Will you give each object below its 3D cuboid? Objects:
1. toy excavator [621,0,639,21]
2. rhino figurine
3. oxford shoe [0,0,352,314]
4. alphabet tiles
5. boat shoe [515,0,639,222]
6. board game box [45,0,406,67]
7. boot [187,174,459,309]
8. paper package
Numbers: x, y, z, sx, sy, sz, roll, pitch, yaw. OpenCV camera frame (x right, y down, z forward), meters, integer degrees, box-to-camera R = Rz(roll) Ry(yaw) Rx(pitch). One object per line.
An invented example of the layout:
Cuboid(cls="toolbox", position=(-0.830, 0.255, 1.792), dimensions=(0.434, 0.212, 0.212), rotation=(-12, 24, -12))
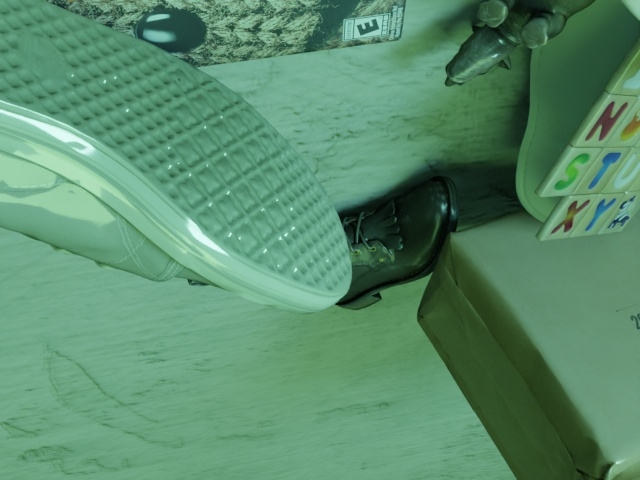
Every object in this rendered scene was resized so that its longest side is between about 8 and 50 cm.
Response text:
Cuboid(cls="toy excavator", position=(0.232, -0.282, 0.701), dimensions=(0.433, 0.222, 0.445), rotation=(3, 140, -22))
Cuboid(cls="rhino figurine", position=(0.185, -0.207, 0.969), dimensions=(0.243, 0.073, 0.106), rotation=(-45, 180, 42))
Cuboid(cls="oxford shoe", position=(-0.163, -0.055, 0.746), dimensions=(0.449, 0.169, 0.130), rotation=(24, 131, -35))
Cuboid(cls="alphabet tiles", position=(0.342, -0.137, 1.067), dimensions=(0.285, 0.011, 0.342), rotation=(-5, 133, -48))
Cuboid(cls="boat shoe", position=(0.266, -0.149, 1.092), dimensions=(0.091, 0.109, 0.305), rotation=(-42, 152, -36))
Cuboid(cls="board game box", position=(-0.090, -0.244, 0.758), dimensions=(0.291, 0.141, 0.232), rotation=(-9, 149, -6))
Cuboid(cls="boot", position=(0.000, 0.000, 1.234), dimensions=(0.229, 0.091, 0.263), rotation=(13, 140, -34))
Cuboid(cls="paper package", position=(0.317, 0.104, 1.223), dimensions=(0.325, 0.309, 0.168), rotation=(-17, 151, -27))
